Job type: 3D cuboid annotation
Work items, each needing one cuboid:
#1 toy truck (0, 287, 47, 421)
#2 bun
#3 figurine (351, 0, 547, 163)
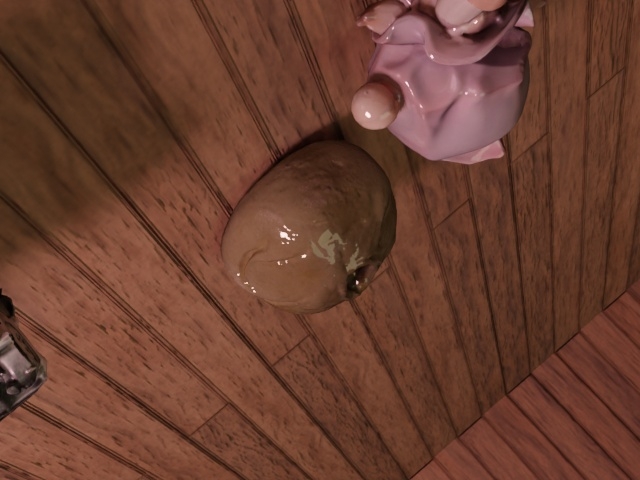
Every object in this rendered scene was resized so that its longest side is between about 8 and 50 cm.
[{"bbox_3d":[-0.272,0.036,0.749,0.114,0.135,0.270,-38,153,-5],"label":"toy truck"},{"bbox_3d":[0.000,0.000,1.138,0.166,0.113,0.173,-34,154,-18],"label":"bun"},{"bbox_3d":[0.108,-0.162,1.000,0.200,0.133,0.276,-53,163,-20],"label":"figurine"}]
